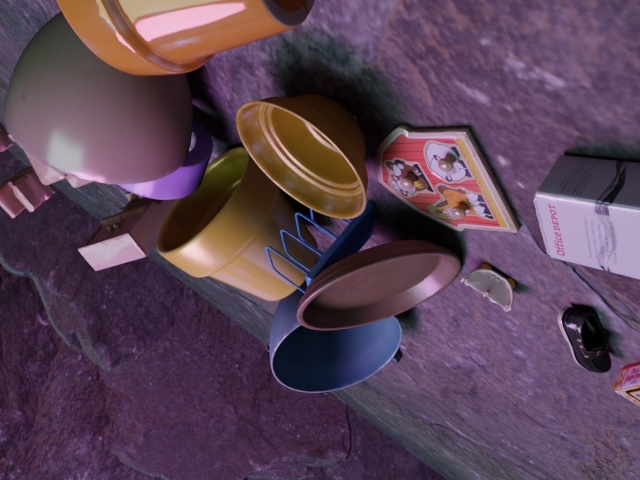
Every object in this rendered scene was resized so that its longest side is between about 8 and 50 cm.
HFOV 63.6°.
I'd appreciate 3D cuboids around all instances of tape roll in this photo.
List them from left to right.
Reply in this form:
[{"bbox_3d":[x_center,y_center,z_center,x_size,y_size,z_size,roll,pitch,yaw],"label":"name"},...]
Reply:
[{"bbox_3d":[-0.298,-0.167,0.942,0.189,0.189,0.080,35,129,7],"label":"tape roll"}]

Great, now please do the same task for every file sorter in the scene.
[{"bbox_3d":[0.000,0.000,0.891,0.105,0.170,0.118,33,160,18],"label":"file sorter"}]

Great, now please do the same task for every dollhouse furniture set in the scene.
[{"bbox_3d":[-0.507,-0.172,1.167,0.363,0.256,0.394,-15,122,22],"label":"dollhouse furniture set"}]

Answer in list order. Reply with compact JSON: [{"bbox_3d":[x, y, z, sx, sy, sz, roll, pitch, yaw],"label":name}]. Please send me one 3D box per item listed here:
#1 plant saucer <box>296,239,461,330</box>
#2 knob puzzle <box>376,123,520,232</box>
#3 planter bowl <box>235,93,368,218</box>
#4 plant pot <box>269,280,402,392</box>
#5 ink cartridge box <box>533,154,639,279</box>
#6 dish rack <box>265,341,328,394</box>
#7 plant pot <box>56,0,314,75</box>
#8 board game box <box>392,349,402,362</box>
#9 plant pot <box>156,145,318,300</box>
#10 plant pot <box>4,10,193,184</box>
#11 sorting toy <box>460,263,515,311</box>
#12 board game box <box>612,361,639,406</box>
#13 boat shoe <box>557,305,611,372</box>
[{"bbox_3d":[0.091,0.074,0.843,0.277,0.278,0.041,85,168,-64],"label":"plant saucer"},{"bbox_3d":[0.145,-0.073,0.691,0.213,0.030,0.213,32,160,14],"label":"knob puzzle"},{"bbox_3d":[-0.004,-0.134,0.717,0.217,0.090,0.217,33,159,14],"label":"planter bowl"},{"bbox_3d":[0.014,0.177,1.171,0.290,0.291,0.195,58,-172,-44],"label":"plant pot"},{"bbox_3d":[0.300,-0.019,0.501,0.151,0.063,0.109,18,153,43],"label":"ink cartridge box"},{"bbox_3d":[-0.004,0.247,1.311,0.208,0.271,0.074,36,147,4],"label":"dish rack"},{"bbox_3d":[-0.112,-0.264,0.491,0.188,0.205,0.205,9,148,26],"label":"plant pot"},{"bbox_3d":[0.137,0.271,1.460,0.186,0.026,0.126,24,157,31],"label":"board game box"},{"bbox_3d":[-0.141,-0.012,1.002,0.239,0.253,0.254,40,161,-31],"label":"plant pot"},{"bbox_3d":[-0.325,-0.253,0.803,0.284,0.284,0.190,35,129,7],"label":"plant pot"},{"bbox_3d":[0.260,0.075,0.811,0.083,0.044,0.075,33,167,9],"label":"sorting toy"},{"bbox_3d":[0.510,0.209,0.677,0.147,0.045,0.193,33,160,11],"label":"board game box"},{"bbox_3d":[0.388,0.149,0.742,0.133,0.049,0.042,52,164,-24],"label":"boat shoe"}]
